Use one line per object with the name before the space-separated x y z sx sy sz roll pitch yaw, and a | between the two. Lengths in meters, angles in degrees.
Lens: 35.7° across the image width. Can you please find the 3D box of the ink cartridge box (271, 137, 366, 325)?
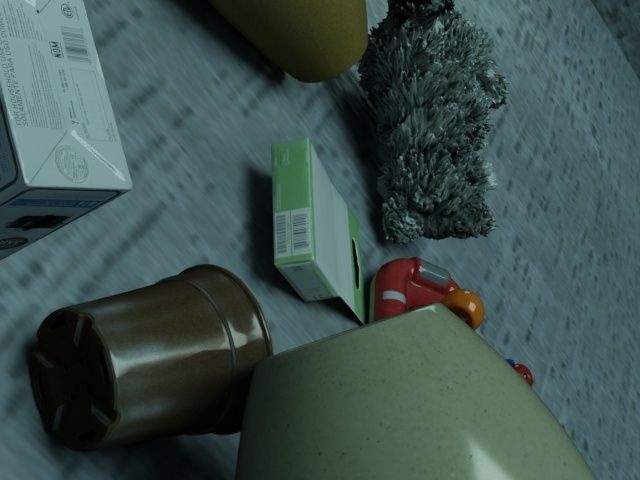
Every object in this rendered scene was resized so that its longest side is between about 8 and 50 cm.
ink cartridge box | 0.000 0.000 1.277 0.235 0.056 0.171 58 25 -60

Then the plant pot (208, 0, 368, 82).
plant pot | -0.037 -0.339 1.301 0.254 0.237 0.237 57 32 -39

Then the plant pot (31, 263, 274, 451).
plant pot | -0.158 0.113 0.901 0.165 0.167 0.166 -8 77 -48

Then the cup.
cup | 0.060 0.189 0.844 0.331 0.331 0.236 -10 80 -56

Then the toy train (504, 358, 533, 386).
toy train | 0.236 0.289 1.392 0.143 0.105 0.247 10 62 -40

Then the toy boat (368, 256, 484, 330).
toy boat | 0.155 0.115 1.311 0.151 0.151 0.231 23 50 -25

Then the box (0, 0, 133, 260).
box | -0.278 -0.062 0.710 0.087 0.290 0.169 -4 75 -54

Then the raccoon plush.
raccoon plush | 0.122 -0.194 1.390 0.446 0.216 0.299 49 37 -46
